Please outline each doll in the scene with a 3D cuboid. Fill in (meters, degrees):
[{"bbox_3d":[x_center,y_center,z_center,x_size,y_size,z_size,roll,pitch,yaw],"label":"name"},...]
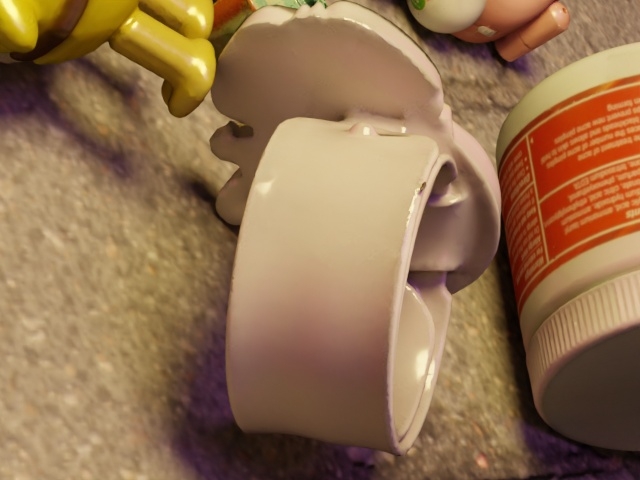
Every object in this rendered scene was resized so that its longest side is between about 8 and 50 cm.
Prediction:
[{"bbox_3d":[-0.206,-0.199,1.162,0.363,0.145,0.199,32,29,-30],"label":"doll"}]

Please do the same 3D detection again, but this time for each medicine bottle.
[{"bbox_3d":[0.271,0.006,1.521,0.252,0.252,0.240,24,49,-41],"label":"medicine bottle"}]

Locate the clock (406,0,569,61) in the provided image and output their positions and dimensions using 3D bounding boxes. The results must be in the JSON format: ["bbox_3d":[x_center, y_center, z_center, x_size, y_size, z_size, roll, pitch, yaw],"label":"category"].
[{"bbox_3d":[0.130,-0.244,1.668,0.162,0.093,0.166,13,57,-44],"label":"clock"}]

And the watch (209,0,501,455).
[{"bbox_3d":[0.000,0.000,1.224,0.231,0.196,0.244,-66,159,-46],"label":"watch"}]

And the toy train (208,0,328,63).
[{"bbox_3d":[-0.018,-0.119,1.406,0.188,0.072,0.099,55,40,-9],"label":"toy train"}]
